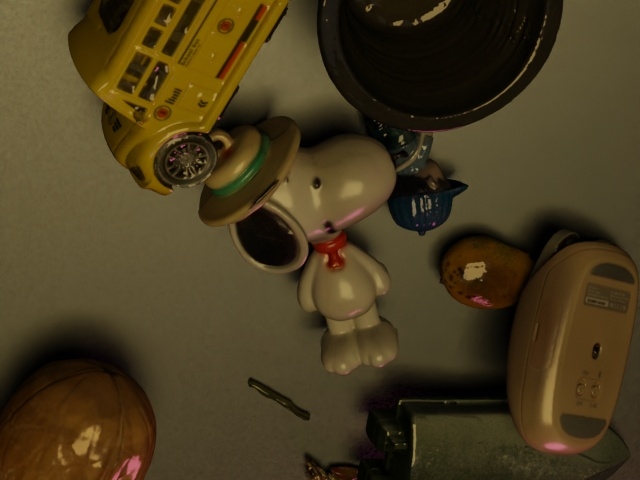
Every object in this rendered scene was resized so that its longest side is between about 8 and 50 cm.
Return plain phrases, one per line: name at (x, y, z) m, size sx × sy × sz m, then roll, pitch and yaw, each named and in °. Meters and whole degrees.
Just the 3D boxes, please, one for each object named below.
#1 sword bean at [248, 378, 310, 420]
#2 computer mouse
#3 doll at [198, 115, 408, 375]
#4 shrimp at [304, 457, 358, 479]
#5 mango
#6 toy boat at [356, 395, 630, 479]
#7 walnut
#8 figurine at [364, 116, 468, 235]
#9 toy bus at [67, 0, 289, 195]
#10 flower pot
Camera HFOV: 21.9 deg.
sword bean at (-0.044, 0.172, 1.789) m, size 0.083 × 0.012 × 0.012 m, roll 34°, pitch 103°, yaw -22°
computer mouse at (0.264, 0.109, 1.757) m, size 0.145 × 0.082 × 0.237 m, roll 10°, pitch 90°, yaw -42°
doll at (-0.018, 0.011, 1.654) m, size 0.208 × 0.144 × 0.271 m, roll 0°, pitch 120°, yaw -5°
shrimp at (0.026, 0.270, 1.841) m, size 0.059 × 0.023 × 0.108 m, roll -39°, pitch 115°, yaw -4°
mango at (0.180, 0.035, 1.754) m, size 0.114 × 0.057 × 0.079 m, roll 5°, pitch 108°, yaw -23°
toy boat at (0.201, 0.237, 1.829) m, size 0.319 × 0.092 × 0.141 m, roll 2°, pitch 112°, yaw -20°
walnut at (-0.253, 0.212, 1.683) m, size 0.165 × 0.165 × 0.197 m, roll 15°, pitch 109°, yaw -17°
figurine at (0.091, -0.071, 1.678) m, size 0.077 × 0.079 × 0.136 m, roll -8°, pitch 129°, yaw 38°
toy bus at (-0.121, -0.207, 1.500) m, size 0.152 × 0.144 × 0.330 m, roll 17°, pitch 118°, yaw -33°
flower pot at (0.096, -0.234, 1.566) m, size 0.235 × 0.148 × 0.235 m, roll -6°, pitch 116°, yaw -12°
